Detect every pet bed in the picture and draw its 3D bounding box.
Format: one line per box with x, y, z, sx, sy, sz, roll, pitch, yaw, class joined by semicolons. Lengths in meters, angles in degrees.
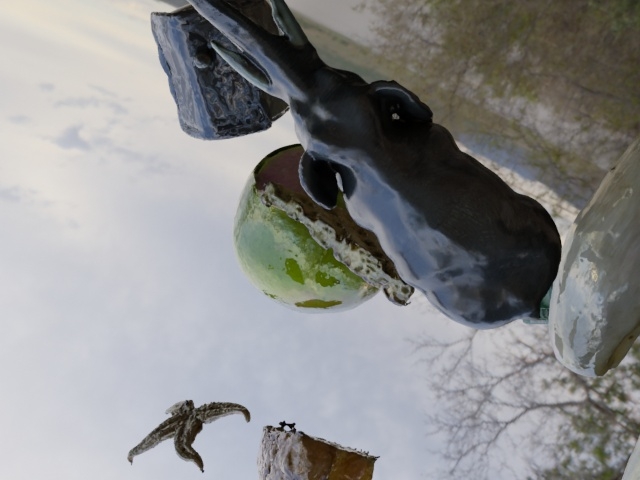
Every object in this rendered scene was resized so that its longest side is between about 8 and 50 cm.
-0.156;-0.263;1.031;0.183;0.210;0.159;4;-150;29;pet bed

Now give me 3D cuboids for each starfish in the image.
-0.239;0.338;1.186;0.050;0.247;0.138;54;-135;-24;starfish

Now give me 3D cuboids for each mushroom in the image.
0.304;-0.033;0.572;0.123;0.351;0.095;19;-160;-29;mushroom

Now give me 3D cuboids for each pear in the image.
0.000;0.000;0.744;0.188;0.219;0.187;-9;-138;8;pear

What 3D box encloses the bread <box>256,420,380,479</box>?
-0.020;0.341;0.953;0.129;0.134;0.260;20;167;-14;bread

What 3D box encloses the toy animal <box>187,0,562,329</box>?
0.036;-0.048;0.382;0.269;0.082;0.137;42;-169;-10;toy animal

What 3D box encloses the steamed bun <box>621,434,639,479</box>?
0.458;0.166;0.554;0.371;0.456;0.290;-9;-124;-49;steamed bun

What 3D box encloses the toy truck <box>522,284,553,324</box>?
0.369;0.075;1.139;0.065;0.147;0.079;-1;-151;21;toy truck

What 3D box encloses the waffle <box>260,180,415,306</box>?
0.008;-0.001;0.494;0.098;0.023;0.152;19;-163;-16;waffle
